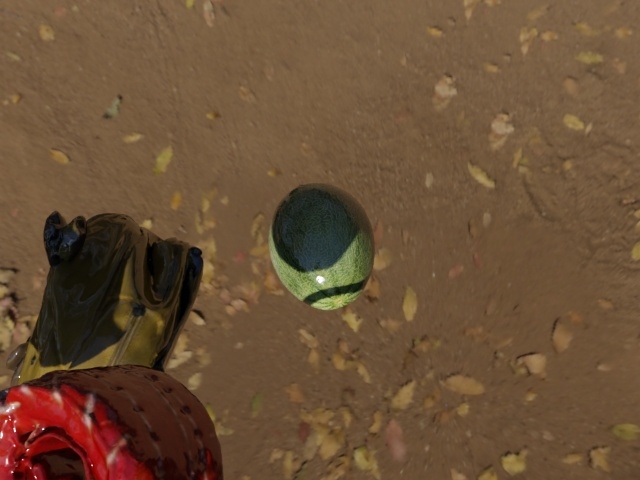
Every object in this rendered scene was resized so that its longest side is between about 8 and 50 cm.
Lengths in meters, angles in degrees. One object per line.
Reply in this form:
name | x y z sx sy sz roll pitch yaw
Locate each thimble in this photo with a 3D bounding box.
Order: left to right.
thimble | -0.166 0.191 0.656 0.163 0.125 0.189 -20 77 25

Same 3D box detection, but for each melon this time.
melon | 0.000 0.000 1.125 0.139 0.139 0.192 -20 56 4

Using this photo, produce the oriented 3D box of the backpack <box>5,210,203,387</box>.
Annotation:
backpack | -0.290 0.152 1.097 0.201 0.353 0.378 17 38 -11
